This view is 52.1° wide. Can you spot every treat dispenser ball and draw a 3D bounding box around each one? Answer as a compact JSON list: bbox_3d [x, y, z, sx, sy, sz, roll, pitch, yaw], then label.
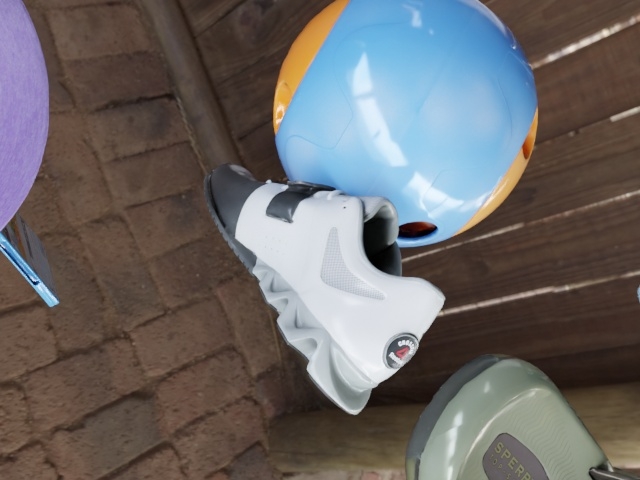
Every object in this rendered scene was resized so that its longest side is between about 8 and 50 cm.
[{"bbox_3d":[0.091,-0.136,0.728,0.288,0.288,0.288,22,59,-43],"label":"treat dispenser ball"}]

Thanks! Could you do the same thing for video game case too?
[{"bbox_3d":[-0.370,-0.009,0.787,0.119,0.015,0.166,54,-13,40],"label":"video game case"}]

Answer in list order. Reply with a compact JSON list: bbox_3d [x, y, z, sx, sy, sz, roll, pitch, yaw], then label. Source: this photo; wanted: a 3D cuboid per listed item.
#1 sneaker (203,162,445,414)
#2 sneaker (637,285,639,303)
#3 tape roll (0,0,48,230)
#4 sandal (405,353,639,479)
[{"bbox_3d":[0.000,0.000,0.634,0.122,0.146,0.330,43,5,-48],"label":"sneaker"},{"bbox_3d":[0.324,-0.019,0.294,0.150,0.366,0.135,62,6,18],"label":"sneaker"},{"bbox_3d":[-0.320,-0.099,0.408,0.275,0.090,0.275,-2,93,-50],"label":"tape roll"},{"bbox_3d":[0.155,0.172,0.355,0.303,0.086,0.120,42,74,-33],"label":"sandal"}]
